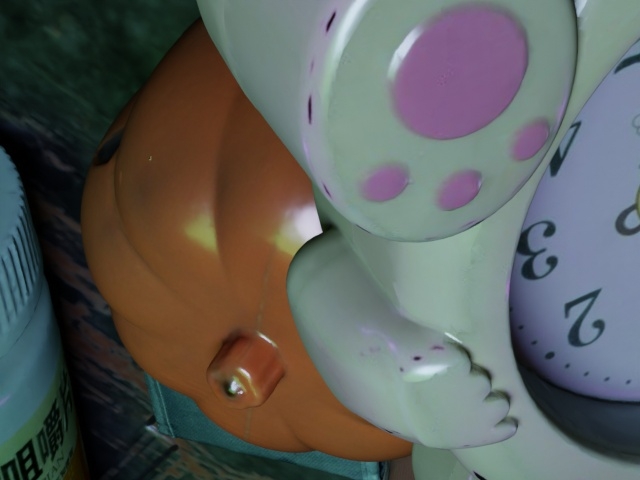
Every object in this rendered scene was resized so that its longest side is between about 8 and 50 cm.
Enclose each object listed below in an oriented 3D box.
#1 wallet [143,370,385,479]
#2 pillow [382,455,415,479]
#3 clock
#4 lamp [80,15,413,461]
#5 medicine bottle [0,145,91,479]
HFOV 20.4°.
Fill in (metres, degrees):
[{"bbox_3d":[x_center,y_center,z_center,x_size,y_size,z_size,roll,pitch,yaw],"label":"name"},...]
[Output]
[{"bbox_3d":[-0.029,0.070,0.873,0.129,0.026,0.088,9,130,23],"label":"wallet"},{"bbox_3d":[0.078,0.145,0.756,0.126,0.232,0.043,-6,157,28],"label":"pillow"},{"bbox_3d":[0.123,-0.030,0.529,0.114,0.284,0.309,55,166,45],"label":"clock"},{"bbox_3d":[0.000,0.000,0.680,0.188,0.164,0.187,18,140,15],"label":"lamp"},{"bbox_3d":[-0.200,0.100,0.899,0.158,0.158,0.318,14,138,16],"label":"medicine bottle"}]
